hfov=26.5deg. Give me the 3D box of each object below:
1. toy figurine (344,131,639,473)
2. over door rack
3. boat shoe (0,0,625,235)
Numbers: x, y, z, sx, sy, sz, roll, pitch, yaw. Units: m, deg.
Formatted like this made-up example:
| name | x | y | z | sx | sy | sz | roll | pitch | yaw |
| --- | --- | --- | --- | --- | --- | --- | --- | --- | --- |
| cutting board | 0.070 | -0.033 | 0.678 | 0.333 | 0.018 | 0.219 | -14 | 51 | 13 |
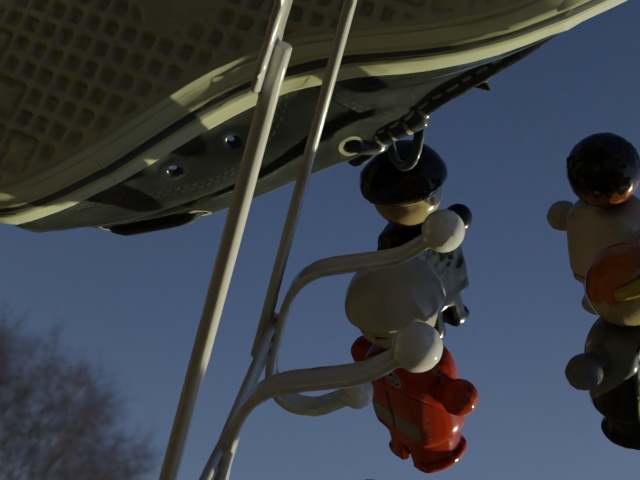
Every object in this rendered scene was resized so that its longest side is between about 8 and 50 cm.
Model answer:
| name | x | y | z | sx | sy | sz | roll | pitch | yaw |
| --- | --- | --- | --- | --- | --- | --- | --- | --- | --- |
| toy figurine | 0.123 | 0.026 | 0.858 | 0.210 | 0.213 | 0.148 | -7 | -59 | 13 |
| over door rack | 0.000 | 0.000 | 0.552 | 0.108 | 0.239 | 0.324 | 8 | -62 | 8 |
| boat shoe | 0.006 | -0.134 | 0.799 | 0.500 | 0.186 | 0.156 | -23 | -23 | 15 |
